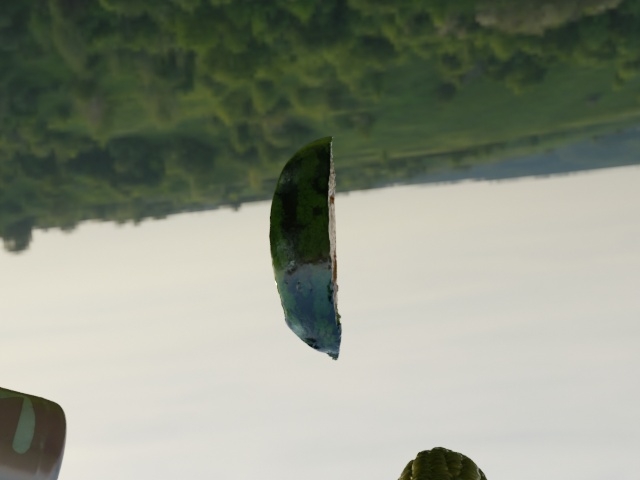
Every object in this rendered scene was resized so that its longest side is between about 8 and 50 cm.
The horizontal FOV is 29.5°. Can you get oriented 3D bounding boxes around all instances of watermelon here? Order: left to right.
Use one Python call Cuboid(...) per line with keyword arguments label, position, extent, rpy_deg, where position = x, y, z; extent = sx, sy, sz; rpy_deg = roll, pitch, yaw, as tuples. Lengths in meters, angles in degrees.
Cuboid(label="watermelon", position=(-0.005, 0.001, 1.270), extent=(0.063, 0.245, 0.119), rpy_deg=(-7, 167, 17))

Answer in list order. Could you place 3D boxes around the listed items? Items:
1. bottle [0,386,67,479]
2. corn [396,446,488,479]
Cuboid(label="bottle", position=(-0.448, 0.227, 1.377), extent=(0.297, 0.173, 0.206), rpy_deg=(21, 166, -22))
Cuboid(label="corn", position=(0.091, 0.223, 0.916), extent=(0.101, 0.101, 0.291), rpy_deg=(-6, -172, 5))
